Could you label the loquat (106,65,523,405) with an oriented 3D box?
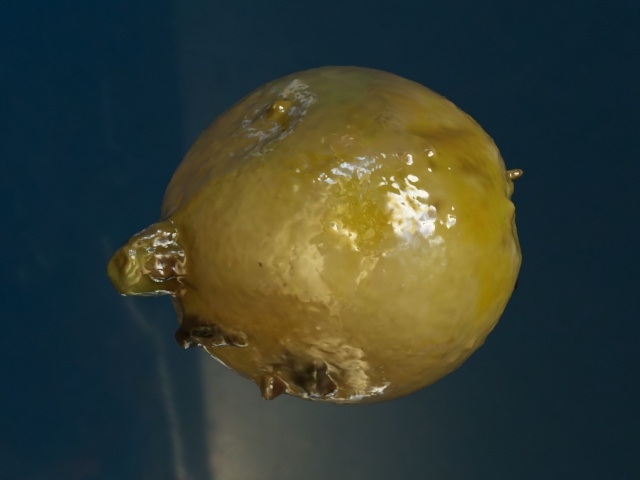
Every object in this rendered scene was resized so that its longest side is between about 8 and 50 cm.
[{"bbox_3d":[0.000,0.000,0.699,0.172,0.205,0.149,44,-40,47],"label":"loquat"}]
